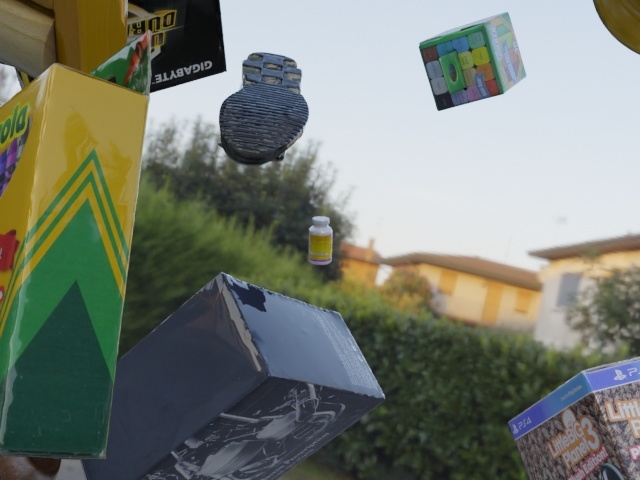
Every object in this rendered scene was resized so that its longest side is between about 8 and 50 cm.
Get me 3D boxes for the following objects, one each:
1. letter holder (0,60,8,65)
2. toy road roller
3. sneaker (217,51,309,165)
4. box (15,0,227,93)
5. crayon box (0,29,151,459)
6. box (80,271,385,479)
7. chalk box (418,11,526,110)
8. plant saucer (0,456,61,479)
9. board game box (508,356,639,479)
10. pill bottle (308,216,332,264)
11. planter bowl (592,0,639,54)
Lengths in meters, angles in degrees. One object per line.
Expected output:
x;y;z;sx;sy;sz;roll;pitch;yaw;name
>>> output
-0.597;-0.442;1.387;0.152;0.214;0.302;-28;-3;13;letter holder
-0.272;-0.357;0.897;0.203;0.240;0.329;29;-44;13;toy road roller
-0.085;-0.157;1.208;0.123;0.146;0.330;13;29;-2;sneaker
-0.310;-0.340;1.236;0.322;0.257;0.079;-21;41;-23;box
-0.224;0.001;0.638;0.081;0.318;0.202;15;-18;-36;crayon box
-0.139;0.246;1.237;0.312;0.343;0.179;25;30;-52;box
0.369;-0.437;2.021;0.179;0.180;0.289;-11;16;31;chalk box
-0.392;0.248;1.081;0.036;0.198;0.198;-24;-8;0;plant saucer
0.390;0.319;1.025;0.141;0.291;0.232;-9;-26;-17;board game box
0.000;0.000;1.498;0.043;0.083;0.043;1;17;0;pill bottle
0.348;-0.267;0.720;0.217;0.090;0.217;7;-40;6;planter bowl
